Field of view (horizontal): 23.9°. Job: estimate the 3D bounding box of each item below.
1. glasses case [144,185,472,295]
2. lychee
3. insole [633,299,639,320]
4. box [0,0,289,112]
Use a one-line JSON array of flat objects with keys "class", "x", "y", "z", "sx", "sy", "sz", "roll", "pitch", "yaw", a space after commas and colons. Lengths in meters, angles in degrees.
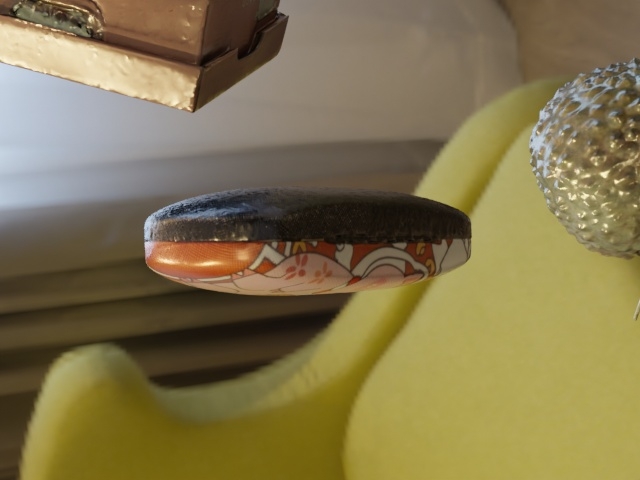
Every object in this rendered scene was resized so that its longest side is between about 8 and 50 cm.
[{"class": "glasses case", "x": 0.000, "y": 0.000, "z": 0.949, "sx": 0.103, "sy": 0.266, "sz": 0.067, "roll": 2, "pitch": 91, "yaw": 36}, {"class": "lychee", "x": 0.401, "y": -0.108, "z": 1.954, "sx": 0.274, "sy": 0.255, "sz": 0.255, "roll": -29, "pitch": 69, "yaw": 29}, {"class": "insole", "x": 0.297, "y": -0.017, "z": 1.269, "sx": 0.006, "sy": 0.065, "sz": 0.193, "roll": 22, "pitch": 118, "yaw": 12}, {"class": "box", "x": -0.145, "y": -0.173, "z": 1.028, "sx": 0.215, "sy": 0.215, "sz": 0.086, "roll": 16, "pitch": 110, "yaw": 9}]
